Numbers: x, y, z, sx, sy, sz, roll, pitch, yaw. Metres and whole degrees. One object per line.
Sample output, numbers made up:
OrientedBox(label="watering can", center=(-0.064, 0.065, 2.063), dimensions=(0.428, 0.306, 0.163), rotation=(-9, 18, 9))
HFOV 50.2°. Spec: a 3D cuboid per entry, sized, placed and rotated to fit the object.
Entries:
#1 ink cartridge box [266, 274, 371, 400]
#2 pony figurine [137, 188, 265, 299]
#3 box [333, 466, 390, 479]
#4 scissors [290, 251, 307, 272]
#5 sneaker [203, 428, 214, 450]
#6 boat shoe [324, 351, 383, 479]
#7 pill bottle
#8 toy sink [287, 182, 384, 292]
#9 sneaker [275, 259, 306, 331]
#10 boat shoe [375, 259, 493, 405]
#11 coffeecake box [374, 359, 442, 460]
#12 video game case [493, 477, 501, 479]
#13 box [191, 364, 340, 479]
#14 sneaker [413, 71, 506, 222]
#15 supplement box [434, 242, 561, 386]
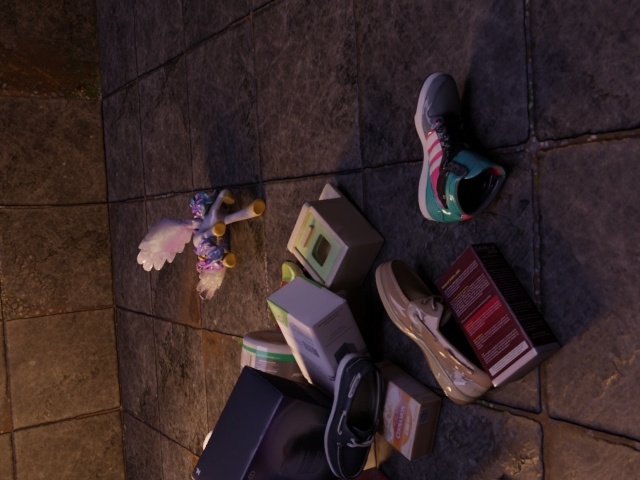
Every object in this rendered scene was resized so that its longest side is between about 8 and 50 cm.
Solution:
OrientedBox(label="ink cartridge box", center=(0.009, 0.242, 1.634), dimensions=(0.198, 0.114, 0.273), rotation=(25, 145, 52))
OrientedBox(label="pony figurine", center=(-0.356, -0.011, 2.148), dimensions=(0.363, 0.302, 0.351), rotation=(6, 67, 59))
OrientedBox(label="box", center=(0.047, 0.653, 1.560), dimensions=(0.154, 0.299, 0.142), rotation=(32, 120, 50))
OrientedBox(label="scissors", center=(0.000, 0.000, 1.799), dimensions=(0.297, 0.021, 0.109), rotation=(-33, 67, 53))
OrientedBox(label="sneaker", center=(-0.310, 0.766, 2.288), dimensions=(0.161, 0.102, 0.282), rotation=(32, 130, 46))
OrientedBox(label="boat shoe", center=(0.079, 0.408, 1.531), dimensions=(0.091, 0.114, 0.303), rotation=(22, 115, 60))
OrientedBox(label="pill bottle", center=(-0.124, 0.437, 1.841), dimensions=(0.204, 0.204, 0.361), rotation=(12, 97, 55))
OrientedBox(label="toy sink", center=(0.016, -0.011, 1.657), dimensions=(0.234, 0.131, 0.153), rotation=(51, 133, 32))
OrientedBox(label="sneaker", center=(-0.090, 0.158, 1.877), dimensions=(0.081, 0.094, 0.209), rotation=(6, 103, 57))
OrientedBox(label="boat shoe", center=(0.240, 0.163, 1.393), dimensions=(0.341, 0.121, 0.110), rotation=(55, 132, 22))
OrientedBox(label="coffeecake box", center=(0.178, 0.379, 1.542), dimensions=(0.185, 0.068, 0.142), rotation=(30, 119, 51))
OrientedBox(label="video game case", center=(0.378, 0.565, 1.315), dimensions=(0.157, 0.019, 0.143), rotation=(35, 122, 50))
OrientedBox(label="box", center=(-0.093, 0.493, 1.616), dimensions=(0.182, 0.294, 0.296), rotation=(24, 88, 52))
OrientedBox(label="sneaker", center=(0.266, -0.169, 1.295), dimensions=(0.178, 0.123, 0.296), rotation=(21, 119, 58))
OrientedBox(label="supplement box", center=(0.328, 0.137, 1.289), dimensions=(0.130, 0.073, 0.239), rotation=(-55, 52, 42))
